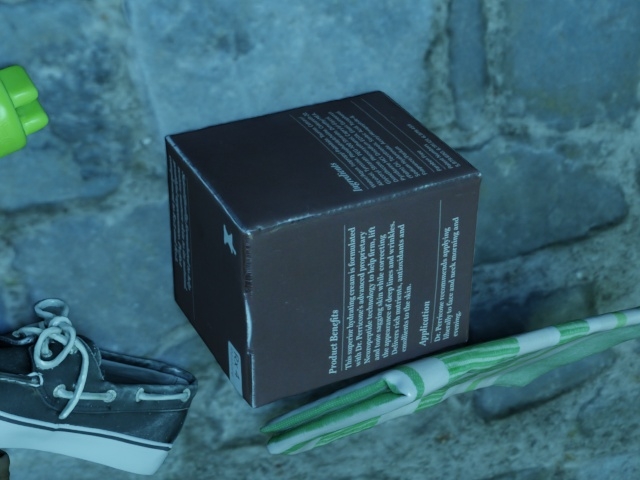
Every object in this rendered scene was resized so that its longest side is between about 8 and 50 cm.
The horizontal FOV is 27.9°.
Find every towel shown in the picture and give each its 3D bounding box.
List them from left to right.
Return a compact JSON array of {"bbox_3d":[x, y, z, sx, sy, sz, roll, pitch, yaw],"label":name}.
[{"bbox_3d":[0.136,0.126,1.182,0.325,0.038,0.248,-9,165,-35],"label":"towel"}]

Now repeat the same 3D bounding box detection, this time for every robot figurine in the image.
[{"bbox_3d":[-0.254,-0.082,0.911,0.115,0.067,0.101,-26,138,-13],"label":"robot figurine"}]

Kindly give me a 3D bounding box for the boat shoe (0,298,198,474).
[{"bbox_3d":[-0.218,0.108,1.028,0.306,0.113,0.105,26,98,-42],"label":"boat shoe"}]

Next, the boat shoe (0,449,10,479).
[{"bbox_3d":[-0.366,0.181,1.014,0.257,0.095,0.095,16,91,-39],"label":"boat shoe"}]

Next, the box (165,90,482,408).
[{"bbox_3d":[0.000,0.000,1.047,0.203,0.167,0.168,-14,126,-22],"label":"box"}]
